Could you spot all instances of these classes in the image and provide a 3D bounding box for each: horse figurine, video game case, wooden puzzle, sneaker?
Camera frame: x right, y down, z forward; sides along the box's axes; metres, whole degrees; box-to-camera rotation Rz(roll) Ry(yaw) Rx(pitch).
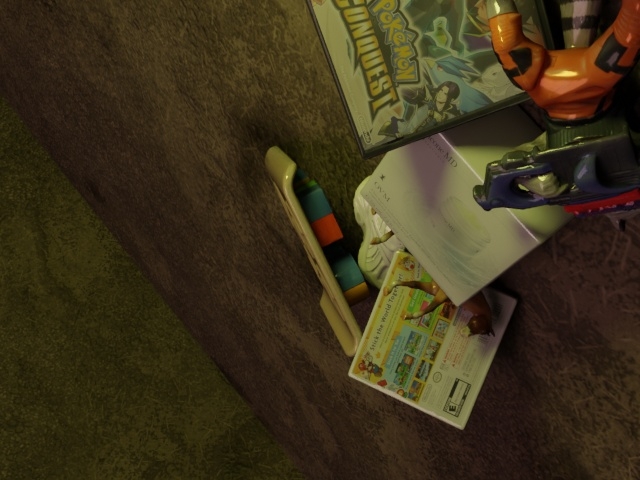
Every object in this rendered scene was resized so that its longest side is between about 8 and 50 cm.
[{"bbox_3d":[0.164,0.025,1.092,0.066,0.174,0.263,-51,49,54],"label":"horse figurine"},{"bbox_3d":[0.119,-0.260,0.812,0.035,0.248,0.275,-93,-18,-72],"label":"video game case"},{"bbox_3d":[0.000,0.000,1.322,0.322,0.080,0.347,-127,16,-74],"label":"wooden puzzle"},{"bbox_3d":[0.176,0.157,1.159,0.206,0.026,0.227,23,98,17],"label":"video game case"},{"bbox_3d":[0.126,0.007,1.224,0.115,0.090,0.232,21,137,41],"label":"sneaker"}]

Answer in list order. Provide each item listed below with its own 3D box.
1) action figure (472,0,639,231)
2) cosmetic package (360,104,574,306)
[{"bbox_3d":[0.322,-0.157,0.748,0.341,0.178,0.330,-4,128,24],"label":"action figure"},{"bbox_3d":[0.202,-0.065,0.982,0.224,0.138,0.224,50,150,10],"label":"cosmetic package"}]
